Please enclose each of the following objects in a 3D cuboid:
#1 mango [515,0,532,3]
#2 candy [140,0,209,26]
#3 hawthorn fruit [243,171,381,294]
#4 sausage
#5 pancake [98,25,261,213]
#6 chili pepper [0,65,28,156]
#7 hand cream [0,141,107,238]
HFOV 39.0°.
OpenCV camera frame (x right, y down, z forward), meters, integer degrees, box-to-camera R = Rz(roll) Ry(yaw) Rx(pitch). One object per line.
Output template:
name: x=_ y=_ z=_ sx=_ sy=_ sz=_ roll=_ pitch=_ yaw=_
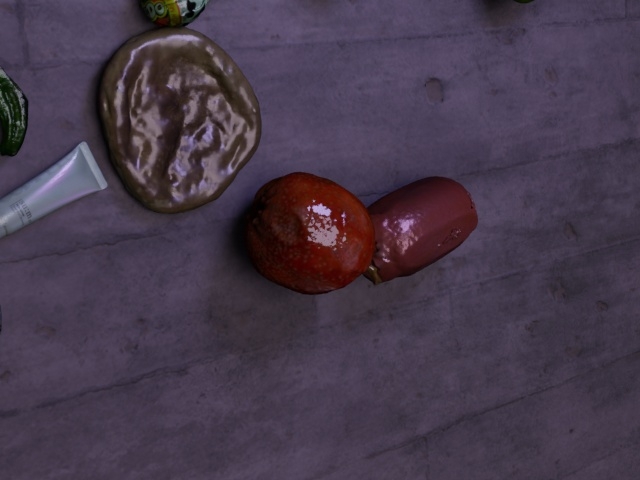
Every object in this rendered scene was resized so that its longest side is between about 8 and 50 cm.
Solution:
mango: x=0.404 y=-0.635 z=1.682 sx=0.201 sy=0.225 sz=0.382 roll=7 pitch=95 yaw=2
candy: x=-0.136 y=-0.415 z=1.400 sx=0.305 sy=0.091 sz=0.083 roll=-31 pitch=122 yaw=-19
hawthorn fruit: x=0.000 y=0.000 z=1.486 sx=0.253 sy=0.205 sz=0.205 roll=26 pitch=81 yaw=-21
sausage: x=0.164 y=-0.023 z=1.636 sx=0.279 sy=0.152 sz=0.152 roll=-26 pitch=110 yaw=-32
pancake: x=-0.215 y=-0.192 z=1.419 sx=0.294 sy=0.049 sz=0.295 roll=-5 pitch=98 yaw=-35
chili pepper: x=-0.459 y=-0.206 z=1.254 sx=0.073 sy=0.050 sz=0.182 roll=-47 pitch=121 yaw=-28
hand cream: x=-0.407 y=-0.062 z=1.308 sx=0.205 sy=0.050 sz=0.078 roll=-37 pitch=115 yaw=-29
